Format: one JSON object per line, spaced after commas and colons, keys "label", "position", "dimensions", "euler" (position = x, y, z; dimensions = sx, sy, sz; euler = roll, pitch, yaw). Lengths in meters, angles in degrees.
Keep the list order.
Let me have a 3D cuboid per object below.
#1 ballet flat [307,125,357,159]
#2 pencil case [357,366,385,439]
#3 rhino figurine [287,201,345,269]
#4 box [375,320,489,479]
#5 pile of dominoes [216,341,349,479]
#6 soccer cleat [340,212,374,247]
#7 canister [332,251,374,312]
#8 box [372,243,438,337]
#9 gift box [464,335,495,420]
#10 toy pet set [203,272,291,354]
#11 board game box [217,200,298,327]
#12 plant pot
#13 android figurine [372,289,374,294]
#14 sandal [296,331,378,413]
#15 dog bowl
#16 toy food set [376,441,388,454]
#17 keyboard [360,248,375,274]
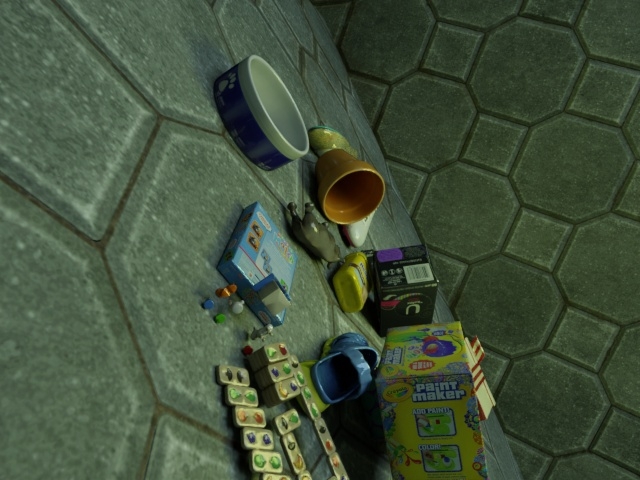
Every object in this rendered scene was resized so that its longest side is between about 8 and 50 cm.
{"label": "ballet flat", "position": [0.056, -0.316, 1.613], "dimensions": [0.348, 0.123, 0.123], "euler": [10, 58, -67]}
{"label": "pencil case", "position": [0.131, 0.383, 1.043], "dimensions": [0.064, 0.070, 0.152], "euler": [11, 55, -53]}
{"label": "rhino figurine", "position": [0.000, 0.000, 1.147], "dimensions": [0.243, 0.073, 0.106], "euler": [47, 23, -45]}
{"label": "box", "position": [0.234, 0.353, 0.925], "dimensions": [0.290, 0.177, 0.279], "euler": [-33, 113, -74]}
{"label": "pile of dominoes", "position": [-0.042, 0.281, 0.675], "dimensions": [0.196, 0.040, 0.251], "euler": [8, 51, -59]}
{"label": "soccer cleat", "position": [0.142, -0.113, 1.540], "dimensions": [0.116, 0.143, 0.331], "euler": [53, 23, -32]}
{"label": "canister", "position": [0.094, 0.116, 1.243], "dimensions": [0.170, 0.073, 0.126], "euler": [-45, 119, -67]}
{"label": "box", "position": [0.250, 0.159, 1.337], "dimensions": [0.270, 0.165, 0.143], "euler": [80, 3, -48]}
{"label": "gift box", "position": [0.395, 0.434, 1.401], "dimensions": [0.258, 0.255, 0.276], "euler": [16, 56, -63]}
{"label": "toy pet set", "position": [-0.114, 0.102, 0.727], "dimensions": [0.122, 0.114, 0.065], "euler": [59, -8, -25]}
{"label": "board game box", "position": [-0.111, 0.041, 0.858], "dimensions": [0.160, 0.039, 0.211], "euler": [56, 23, -26]}
{"label": "plant pot", "position": [0.071, -0.187, 1.398], "dimensions": [0.205, 0.205, 0.188], "euler": [45, 12, -45]}
{"label": "android figurine", "position": [0.242, 0.172, 1.606], "dimensions": [0.273, 0.056, 0.248], "euler": [44, 29, -50]}
{"label": "sandal", "position": [0.062, 0.260, 0.914], "dimensions": [0.126, 0.138, 0.317], "euler": [65, 18, 4]}
{"label": "dog bowl", "position": [-0.139, -0.311, 1.096], "dimensions": [0.265, 0.104, 0.265], "euler": [52, 24, -35]}
{"label": "toy food set", "position": [0.165, 0.492, 1.086], "dimensions": [0.122, 0.019, 0.078], "euler": [41, 30, -36]}
{"label": "keyboard", "position": [0.176, 0.077, 1.494], "dimensions": [0.180, 0.023, 0.108], "euler": [-13, 74, -49]}
